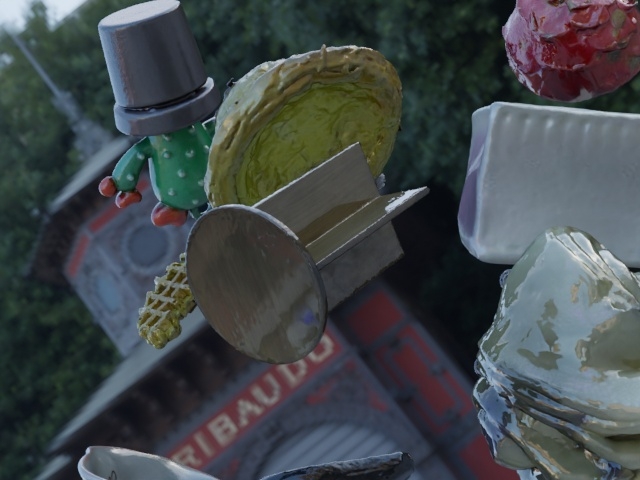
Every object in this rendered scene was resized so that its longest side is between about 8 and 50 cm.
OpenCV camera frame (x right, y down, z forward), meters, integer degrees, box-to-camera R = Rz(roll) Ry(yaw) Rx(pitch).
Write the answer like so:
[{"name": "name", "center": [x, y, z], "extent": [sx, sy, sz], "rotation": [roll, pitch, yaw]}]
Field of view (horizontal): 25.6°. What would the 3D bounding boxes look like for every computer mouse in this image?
[{"name": "computer mouse", "center": [0.029, 0.408, 2.271], "extent": [0.270, 0.086, 0.137], "rotation": [-7, -20, -16]}]

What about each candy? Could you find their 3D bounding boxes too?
[{"name": "candy", "center": [0.367, -0.066, 1.835], "extent": [0.359, 0.208, 0.145], "rotation": [3, 3, -6]}]

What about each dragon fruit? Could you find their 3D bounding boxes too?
[{"name": "dragon fruit", "center": [0.420, -0.321, 2.299], "extent": [0.262, 0.189, 0.163], "rotation": [-1, -7, 18]}]

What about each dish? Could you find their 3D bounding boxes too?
[{"name": "dish", "center": [-0.167, 0.298, 1.509], "extent": [0.081, 0.229, 0.229], "rotation": [-70, -20, 2]}]

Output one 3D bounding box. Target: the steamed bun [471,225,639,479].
[{"name": "steamed bun", "center": [0.305, 0.190, 1.601], "extent": [0.247, 0.339, 0.352], "rotation": [-27, -42, -24]}]

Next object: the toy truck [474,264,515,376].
[{"name": "toy truck", "center": [0.329, 0.145, 2.206], "extent": [0.110, 0.116, 0.215], "rotation": [1, -74, -63]}]

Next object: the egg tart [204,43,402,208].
[{"name": "egg tart", "center": [-0.035, -0.163, 2.070], "extent": [0.345, 0.132, 0.345], "rotation": [-21, -39, -18]}]

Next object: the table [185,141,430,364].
[{"name": "table", "center": [0.000, 0.000, 1.419], "extent": [0.227, 0.167, 0.167], "rotation": [-34, -14, -45]}]

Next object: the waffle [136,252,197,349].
[{"name": "waffle", "center": [-0.188, 0.075, 2.072], "extent": [0.194, 0.149, 0.051], "rotation": [-34, -56, 9]}]

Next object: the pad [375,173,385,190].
[{"name": "pad", "center": [-0.028, -0.109, 2.306], "extent": [0.267, 0.181, 0.004], "rotation": [-29, -14, -35]}]

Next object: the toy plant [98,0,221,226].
[{"name": "toy plant", "center": [-0.250, -0.209, 2.432], "extent": [0.185, 0.400, 0.279], "rotation": [5, 29, 37]}]
